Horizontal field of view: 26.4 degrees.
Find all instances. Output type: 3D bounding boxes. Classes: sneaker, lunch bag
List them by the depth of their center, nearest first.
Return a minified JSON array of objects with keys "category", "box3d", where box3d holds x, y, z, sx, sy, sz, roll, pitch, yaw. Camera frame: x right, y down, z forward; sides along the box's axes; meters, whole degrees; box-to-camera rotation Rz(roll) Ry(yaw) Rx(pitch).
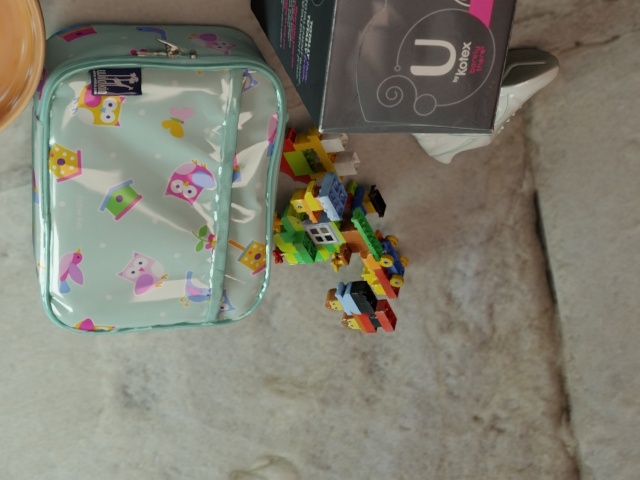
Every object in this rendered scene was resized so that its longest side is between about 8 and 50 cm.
[{"category":"lunch bag","box3d":[-0.141,-0.055,1.206,0.224,0.108,0.279,-1,118,-15]},{"category":"sneaker","box3d":[0.158,-0.128,1.285,0.152,0.054,0.061,-28,131,9]}]

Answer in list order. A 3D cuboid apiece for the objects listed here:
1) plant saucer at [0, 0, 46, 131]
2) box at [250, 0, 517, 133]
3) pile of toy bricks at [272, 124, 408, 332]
[{"category":"plant saucer","box3d":[-0.320,-0.172,1.111,0.199,0.037,0.200,1,114,2]},{"category":"box","box3d":[0.043,-0.209,1.074,0.143,0.270,0.165,-1,119,-14]},{"category":"pile of toy bricks","box3d":[0.000,0.000,1.290,0.105,0.118,0.212,-6,136,25]}]
